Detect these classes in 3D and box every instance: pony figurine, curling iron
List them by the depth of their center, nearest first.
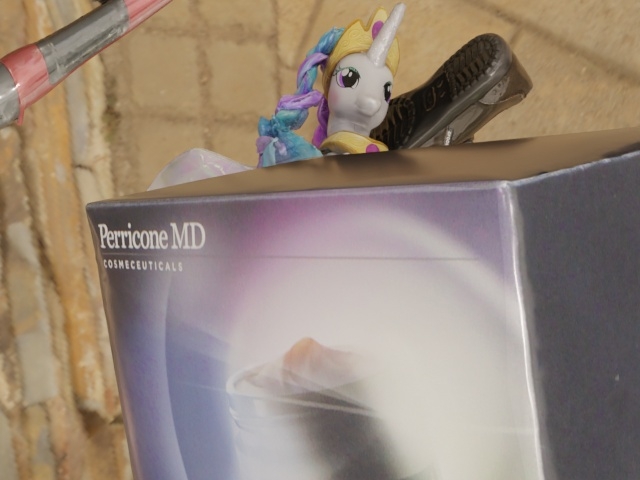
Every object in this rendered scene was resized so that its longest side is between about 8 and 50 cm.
[{"bbox_3d":[-0.168,-0.086,0.600,0.035,0.274,0.068,55,162,-27],"label":"curling iron"},{"bbox_3d":[0.000,0.000,1.009,0.303,0.363,0.351,16,138,-16],"label":"pony figurine"}]

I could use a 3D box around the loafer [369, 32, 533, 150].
[{"bbox_3d":[0.112,-0.104,1.034,0.078,0.080,0.220,27,138,-30],"label":"loafer"}]

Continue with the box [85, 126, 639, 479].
[{"bbox_3d":[0.046,0.104,0.552,0.296,0.183,0.293,-1,99,48],"label":"box"}]
